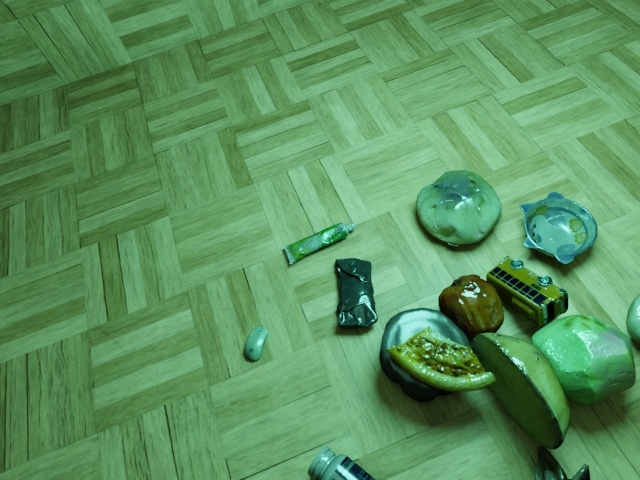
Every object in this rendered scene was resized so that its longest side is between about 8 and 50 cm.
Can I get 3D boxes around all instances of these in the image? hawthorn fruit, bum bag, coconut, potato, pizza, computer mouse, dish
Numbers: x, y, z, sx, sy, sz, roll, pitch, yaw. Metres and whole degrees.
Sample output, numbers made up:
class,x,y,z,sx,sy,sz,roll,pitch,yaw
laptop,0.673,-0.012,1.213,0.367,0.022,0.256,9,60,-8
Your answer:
class,x,y,z,sx,sy,sz,roll,pitch,yaw
hawthorn fruit,0.423,0.183,1.243,0.173,0.173,0.179,-41,61,-16
bum bag,0.105,0.153,1.366,0.123,0.060,0.249,-7,57,5
coconut,0.666,0.289,1.120,0.235,0.236,0.205,-25,86,-7
potato,0.503,0.345,1.094,0.115,0.239,0.299,-21,53,-14
pizza,0.300,0.299,1.108,0.271,0.056,0.134,26,73,10
computer mouse,-0.193,0.302,1.334,0.055,0.032,0.110,10,61,13
dish,0.710,-0.029,1.374,0.227,0.086,0.236,24,65,22

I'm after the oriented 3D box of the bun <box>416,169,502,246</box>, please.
class,x,y,z,sx,sy,sz,roll,pitch,yaw
bun,0.445,-0.118,1.423,0.272,0.168,0.273,-6,51,7

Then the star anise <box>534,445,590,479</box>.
class,x,y,z,sx,sy,sz,roll,pitch,yaw
star anise,0.547,0.597,0.962,0.349,0.109,0.292,-46,34,-20

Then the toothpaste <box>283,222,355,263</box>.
class,x,y,z,sx,sy,sz,roll,pitch,yaw
toothpaste,0.000,0.000,1.485,0.247,0.047,0.078,-23,56,-4

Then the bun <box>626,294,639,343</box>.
class,x,y,z,sx,sy,sz,roll,pitch,yaw
bun,0.902,0.220,1.179,0.173,0.113,0.167,29,74,21

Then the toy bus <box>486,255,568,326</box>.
class,x,y,z,sx,sy,sz,roll,pitch,yaw
toy bus,0.571,0.143,1.248,0.114,0.098,0.201,-35,40,-10

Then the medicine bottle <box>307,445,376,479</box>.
class,x,y,z,sx,sy,sz,roll,pitch,yaw
medicine bottle,0.066,0.592,1.075,0.191,0.107,0.107,31,68,24

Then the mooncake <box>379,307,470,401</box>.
class,x,y,z,sx,sy,sz,roll,pitch,yaw
mooncake,0.277,0.305,1.204,0.244,0.133,0.245,-3,59,5
